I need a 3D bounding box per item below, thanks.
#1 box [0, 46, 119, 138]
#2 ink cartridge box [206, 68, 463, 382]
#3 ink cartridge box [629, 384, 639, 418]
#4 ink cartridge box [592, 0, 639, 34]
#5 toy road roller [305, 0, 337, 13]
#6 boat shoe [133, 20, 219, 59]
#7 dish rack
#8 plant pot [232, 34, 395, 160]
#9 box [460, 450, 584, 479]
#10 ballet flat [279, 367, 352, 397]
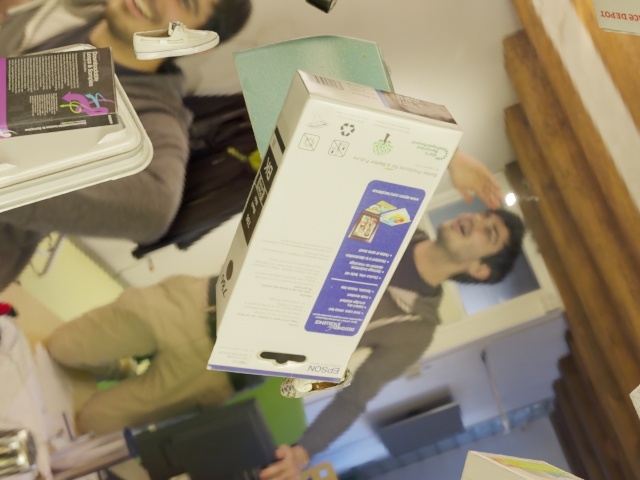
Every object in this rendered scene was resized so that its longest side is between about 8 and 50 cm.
[{"bbox_3d":[-0.341,-0.189,1.152,0.029,0.162,0.116,92,-12,-58],"label":"box"},{"bbox_3d":[0.000,0.000,0.921,0.065,0.165,0.332,-113,-140,-51],"label":"ink cartridge box"},{"bbox_3d":[0.404,0.169,0.945,0.122,0.088,0.052,17,-40,61],"label":"ink cartridge box"},{"bbox_3d":[0.423,-0.390,1.192,0.219,0.093,0.160,66,-11,-26],"label":"ink cartridge box"},{"bbox_3d":[-0.019,-0.557,1.528,0.202,0.240,0.329,29,2,1],"label":"toy road roller"},{"bbox_3d":[-0.167,-0.235,1.048,0.035,0.100,0.035,-117,-161,-56],"label":"boat shoe"},{"bbox_3d":[-0.475,-0.207,1.519,0.285,0.333,0.072,60,-25,21],"label":"dish rack"},{"bbox_3d":[0.017,-0.244,1.671,0.248,0.252,0.247,25,47,-77],"label":"plant pot"},{"bbox_3d":[0.231,0.282,0.845,0.203,0.114,0.103,13,-92,58],"label":"box"},{"bbox_3d":[-0.007,0.213,1.387,0.041,0.114,0.041,169,-90,-87],"label":"ballet flat"}]
